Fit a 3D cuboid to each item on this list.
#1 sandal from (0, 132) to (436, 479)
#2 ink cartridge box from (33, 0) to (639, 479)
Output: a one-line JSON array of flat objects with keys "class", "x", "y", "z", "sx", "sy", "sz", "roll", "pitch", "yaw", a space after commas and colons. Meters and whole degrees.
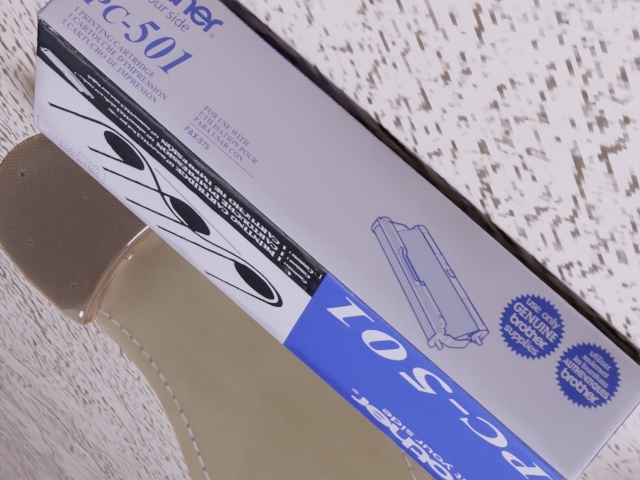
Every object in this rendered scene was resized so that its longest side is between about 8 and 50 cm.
[{"class": "sandal", "x": -0.028, "y": 0.049, "z": 0.739, "sx": 0.240, "sy": 0.088, "sz": 0.079, "roll": 47, "pitch": -167, "yaw": 7}, {"class": "ink cartridge box", "x": 0.000, "y": 0.000, "z": 0.585, "sx": 0.207, "sy": 0.046, "sz": 0.097, "roll": 41, "pitch": 162, "yaw": 3}]
